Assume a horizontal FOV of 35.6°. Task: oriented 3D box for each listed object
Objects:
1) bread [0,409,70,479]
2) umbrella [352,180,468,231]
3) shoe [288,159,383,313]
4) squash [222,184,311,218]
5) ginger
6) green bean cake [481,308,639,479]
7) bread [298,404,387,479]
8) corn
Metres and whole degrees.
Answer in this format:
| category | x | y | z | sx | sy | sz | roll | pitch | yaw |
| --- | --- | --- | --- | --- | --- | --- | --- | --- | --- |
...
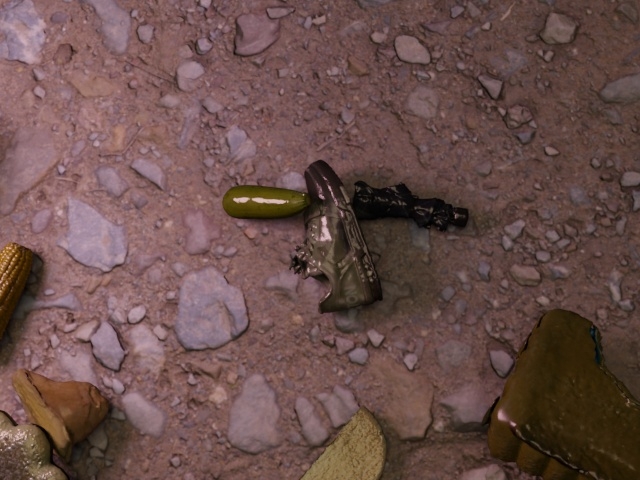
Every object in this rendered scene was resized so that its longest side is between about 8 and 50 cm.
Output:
| category | x | y | z | sx | sy | sz | roll | pitch | yaw |
| --- | --- | --- | --- | --- | --- | --- | --- | --- | --- |
| bread | -0.551 | 0.410 | 1.755 | 0.286 | 0.056 | 0.207 | 36 | 102 | 13 |
| umbrella | 0.170 | -0.067 | 1.890 | 0.224 | 0.080 | 0.071 | 10 | 40 | 2 |
| shoe | -0.001 | 0.001 | 1.849 | 0.149 | 0.109 | 0.293 | -22 | 78 | -9 |
| squash | -0.102 | -0.073 | 1.866 | 0.201 | 0.066 | 0.066 | 0 | 71 | 36 |
| ginger | -0.473 | 0.285 | 1.808 | 0.122 | 0.115 | 0.193 | -36 | 70 | -27 |
| green bean cake | 0.457 | 0.300 | 1.703 | 0.310 | 0.202 | 0.285 | 30 | 62 | 15 |
| bread | 0.054 | 0.401 | 1.774 | 0.112 | 0.036 | 0.193 | 40 | 76 | 7 |
| corn | -0.606 | 0.111 | 1.862 | 0.080 | 0.080 | 0.231 | 19 | 76 | 8 |
